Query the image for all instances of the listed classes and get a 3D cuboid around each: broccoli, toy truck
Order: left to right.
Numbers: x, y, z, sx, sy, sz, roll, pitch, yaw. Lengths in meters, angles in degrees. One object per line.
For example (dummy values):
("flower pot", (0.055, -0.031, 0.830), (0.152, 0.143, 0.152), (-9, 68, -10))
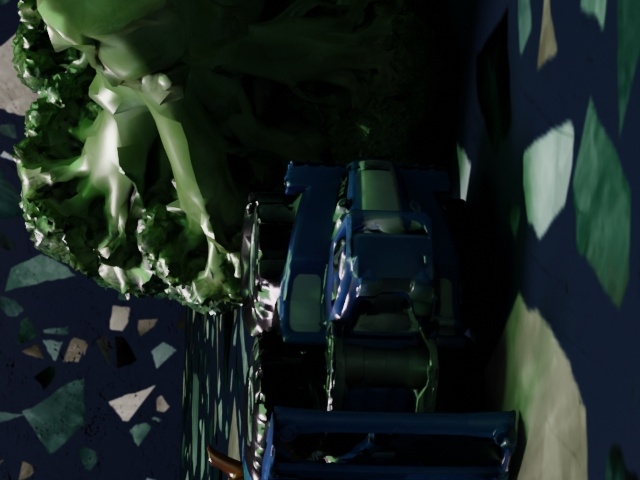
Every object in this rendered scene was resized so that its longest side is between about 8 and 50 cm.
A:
("broccoli", (-0.067, -0.089, 1.016), (0.270, 0.270, 0.270), (40, -134, -65))
("toy truck", (0.025, 0.062, 0.869), (0.126, 0.113, 0.208), (110, 159, -64))

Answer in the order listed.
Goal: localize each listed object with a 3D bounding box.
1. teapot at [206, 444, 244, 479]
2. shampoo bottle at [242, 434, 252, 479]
("teapot", (-0.069, 0.251, 1.554), (0.116, 0.116, 0.173), (110, 160, -67))
("shampoo bottle", (-0.018, 0.207, 1.357), (0.258, 0.061, 0.104), (-105, 18, -65))
